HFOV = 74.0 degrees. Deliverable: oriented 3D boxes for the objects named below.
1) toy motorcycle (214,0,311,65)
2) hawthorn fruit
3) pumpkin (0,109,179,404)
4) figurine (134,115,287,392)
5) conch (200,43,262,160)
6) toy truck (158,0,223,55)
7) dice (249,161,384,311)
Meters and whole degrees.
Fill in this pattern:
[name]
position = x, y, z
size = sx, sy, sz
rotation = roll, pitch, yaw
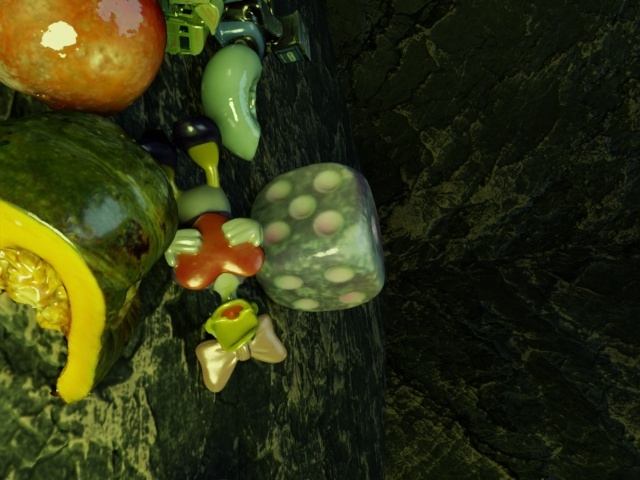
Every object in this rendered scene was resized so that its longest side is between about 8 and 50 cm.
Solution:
[toy motorcycle]
position = -0.152, -0.464, 0.838
size = 0.358, 0.212, 0.125
rotation = 20, 63, -73
[hawthorn fruit]
position = -0.246, -0.215, 0.428
size = 0.173, 0.172, 0.173
rotation = -9, 90, -75
[pumpkin]
position = -0.262, 0.018, 0.410
size = 0.281, 0.189, 0.139
rotation = -57, -169, 32
[figurine]
position = -0.167, 0.025, 0.649
size = 0.193, 0.154, 0.422
rotation = -9, -80, 71
[conch]
position = -0.168, -0.269, 0.843
size = 0.185, 0.120, 0.222
rotation = 12, 77, -78
[toy truck]
position = -0.212, -0.389, 0.663
size = 0.191, 0.115, 0.085
rotation = 106, -11, -51
[dice]
position = 0.000, 0.000, 1.018
size = 0.270, 0.270, 0.271
rotation = 60, 25, -52
